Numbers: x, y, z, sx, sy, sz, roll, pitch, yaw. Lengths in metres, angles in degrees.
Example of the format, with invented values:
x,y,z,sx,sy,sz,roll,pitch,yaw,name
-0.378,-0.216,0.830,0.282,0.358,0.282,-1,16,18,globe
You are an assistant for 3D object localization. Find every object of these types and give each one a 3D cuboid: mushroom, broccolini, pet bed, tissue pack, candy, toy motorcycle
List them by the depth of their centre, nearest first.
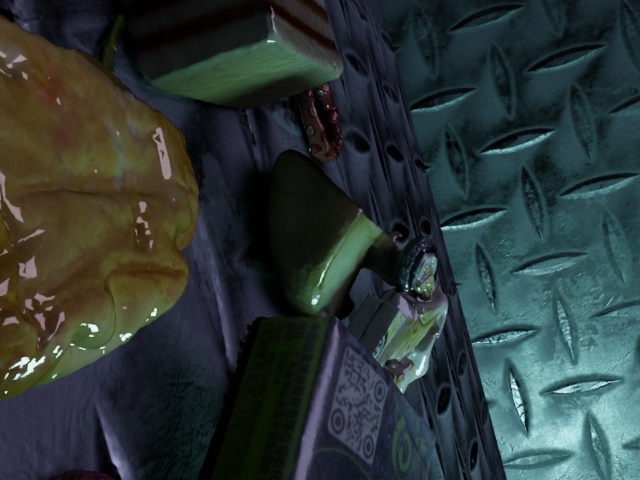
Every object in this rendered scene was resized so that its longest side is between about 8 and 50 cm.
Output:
x,y,z,sx,sy,sz,roll,pitch,yaw,name
-0.009,0.305,0.647,0.288,0.124,0.394,52,42,-42,tissue pack
-0.213,-0.166,0.691,0.218,0.042,0.044,-88,157,-47,broccolini
-0.096,-0.260,0.889,0.320,0.179,0.135,-26,100,-74,candy
-0.008,-0.005,1.074,0.217,0.212,0.292,37,10,27,mushroom
0.109,0.169,1.087,0.341,0.108,0.223,-58,146,-13,toy motorcycle
-0.004,-0.249,1.386,0.201,0.053,0.201,-10,90,-74,pet bed

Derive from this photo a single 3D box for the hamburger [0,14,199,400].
x,y,z,sx,sy,sz,roll,pitch,yaw,name
-0.201,-0.004,0.396,0.330,0.162,0.209,30,50,-69,hamburger

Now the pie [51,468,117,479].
x,y,z,sx,sy,sz,roll,pitch,yaw,name
-0.169,0.242,0.498,0.154,0.036,0.154,-14,90,-71,pie
